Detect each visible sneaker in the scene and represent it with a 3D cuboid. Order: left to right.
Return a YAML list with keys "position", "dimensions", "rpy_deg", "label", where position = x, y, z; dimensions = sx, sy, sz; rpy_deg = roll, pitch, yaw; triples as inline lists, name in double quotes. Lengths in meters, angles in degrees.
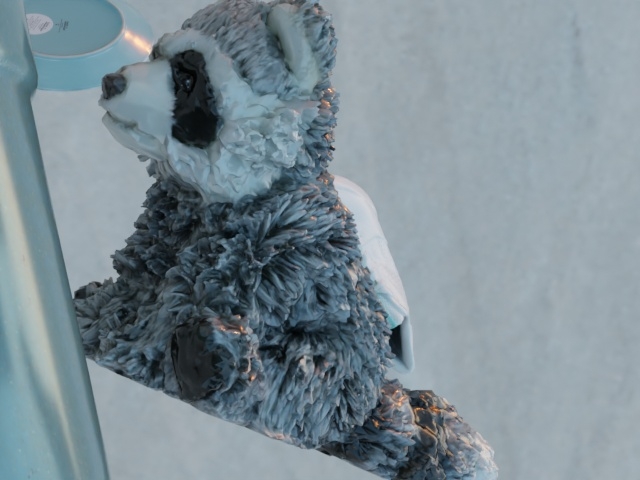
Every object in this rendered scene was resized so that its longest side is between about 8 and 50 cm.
- position: [0.035, 0.032, 1.404]
  dimensions: [0.080, 0.094, 0.212]
  rpy_deg: [-31, 136, 2]
  label: "sneaker"

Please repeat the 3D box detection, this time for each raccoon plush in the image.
- position: [0.000, 0.000, 1.308]
  dimensions: [0.446, 0.216, 0.299]
  rpy_deg: [28, 84, -47]
  label: "raccoon plush"

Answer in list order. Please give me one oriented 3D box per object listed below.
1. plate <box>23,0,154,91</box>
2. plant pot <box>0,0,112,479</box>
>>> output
- position: [-0.266, -0.217, 1.765]
  dimensions: [0.188, 0.188, 0.024]
  rpy_deg: [-37, 147, -38]
  label: "plate"
- position: [-0.260, 0.044, 0.814]
  dimensions: [0.341, 0.341, 0.334]
  rpy_deg: [-9, 79, -51]
  label: "plant pot"
